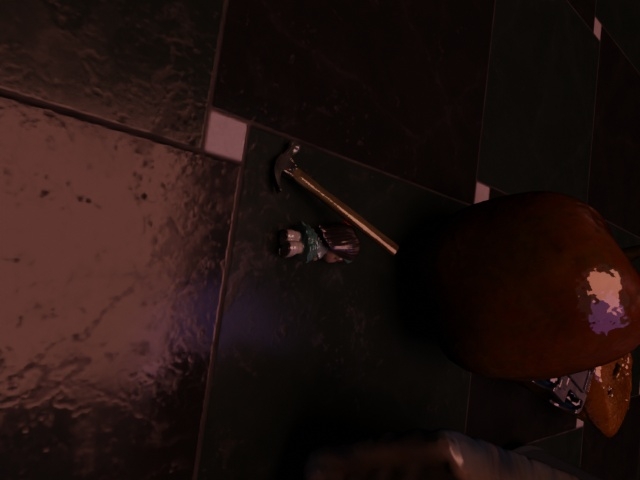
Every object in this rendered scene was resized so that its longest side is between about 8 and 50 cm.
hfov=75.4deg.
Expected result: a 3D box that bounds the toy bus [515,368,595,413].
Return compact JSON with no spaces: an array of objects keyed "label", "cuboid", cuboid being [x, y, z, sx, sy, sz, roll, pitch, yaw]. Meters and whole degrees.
[{"label":"toy bus","cuboid":[0.394,0.206,0.747,0.209,0.136,0.126,42,69,-31]}]

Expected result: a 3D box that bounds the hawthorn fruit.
[{"label":"hawthorn fruit","cuboid":[0.295,0.058,0.564,0.268,0.301,0.267,29,49,-40]}]

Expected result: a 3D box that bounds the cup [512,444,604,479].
[{"label":"cup","cuboid":[0.428,0.507,0.650,0.331,0.311,0.256,34,75,-22]}]

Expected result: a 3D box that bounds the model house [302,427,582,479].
[{"label":"model house","cuboid":[0.147,0.436,0.419,0.395,0.400,0.445,30,87,-36]}]

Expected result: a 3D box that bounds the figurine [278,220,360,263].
[{"label":"figurine","cuboid":[0.000,0.000,0.498,0.106,0.047,0.060,1,48,-32]}]

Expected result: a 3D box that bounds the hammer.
[{"label":"hammer","cuboid":[0.019,-0.039,0.487,0.182,0.017,0.062,38,69,-9]}]

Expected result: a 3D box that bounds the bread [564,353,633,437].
[{"label":"bread","cuboid":[0.577,0.270,0.891,0.268,0.146,0.268,-2,92,-42]}]
